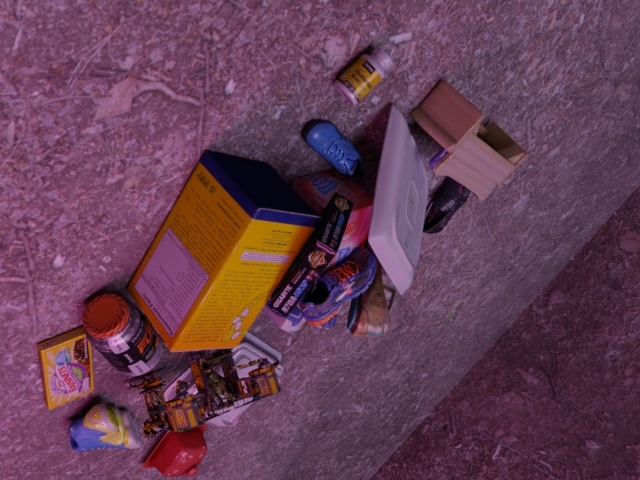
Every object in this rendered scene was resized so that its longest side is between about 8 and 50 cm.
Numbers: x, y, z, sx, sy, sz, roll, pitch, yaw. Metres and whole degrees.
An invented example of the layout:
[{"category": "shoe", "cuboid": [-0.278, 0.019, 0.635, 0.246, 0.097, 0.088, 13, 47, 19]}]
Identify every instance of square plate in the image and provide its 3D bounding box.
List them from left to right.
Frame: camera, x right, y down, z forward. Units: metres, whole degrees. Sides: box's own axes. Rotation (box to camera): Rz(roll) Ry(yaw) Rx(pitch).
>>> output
[{"category": "square plate", "cuboid": [0.197, -0.086, 1.811, 0.347, 0.049, 0.344, 53, 43, -60]}]

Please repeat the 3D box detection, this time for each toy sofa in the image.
[{"category": "toy sofa", "cuboid": [0.361, -0.240, 1.919, 0.177, 0.150, 0.362, -48, 149, 16]}]

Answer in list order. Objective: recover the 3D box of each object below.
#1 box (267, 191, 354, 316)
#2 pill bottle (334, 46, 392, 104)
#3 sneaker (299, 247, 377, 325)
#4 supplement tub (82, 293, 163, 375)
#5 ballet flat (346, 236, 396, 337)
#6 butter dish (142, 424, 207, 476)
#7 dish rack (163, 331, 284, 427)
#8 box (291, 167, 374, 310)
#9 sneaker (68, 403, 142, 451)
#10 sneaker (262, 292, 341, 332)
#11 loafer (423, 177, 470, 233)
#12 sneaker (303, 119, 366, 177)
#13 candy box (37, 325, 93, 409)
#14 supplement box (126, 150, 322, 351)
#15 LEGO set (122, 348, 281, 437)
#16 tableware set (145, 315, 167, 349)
[{"category": "box", "cuboid": [-0.019, 0.030, 1.577, 0.220, 0.051, 0.175, -53, -170, 39]}, {"category": "pill bottle", "cuboid": [0.089, -0.338, 1.565, 0.116, 0.065, 0.065, -44, 149, 0]}, {"category": "sneaker", "cuboid": [0.040, 0.098, 1.730, 0.221, 0.083, 0.087, -46, 142, -5]}, {"category": "supplement tub", "cuboid": [-0.408, 0.193, 1.579, 0.117, 0.117, 0.190, -37, 149, -12]}, {"category": "ballet flat", "cuboid": [0.131, 0.089, 1.885, 0.123, 0.348, 0.123, 3, 141, 3]}, {"category": "butter dish", "cuboid": [-0.376, 0.594, 2.100, 0.160, 0.118, 0.160, 13, 117, -54]}, {"category": "dish rack", "cuboid": [-0.241, 0.389, 2.058, 0.285, 0.072, 0.333, -43, 148, -1]}, {"category": "box", "cuboid": [0.000, 0.000, 1.788, 0.142, 0.154, 0.300, -19, 140, -37]}, {"category": "sneaker", "cuboid": [-0.518, 0.454, 1.821, 0.126, 0.091, 0.240, -22, 147, -1]}, {"category": "sneaker", "cuboid": [-0.018, 0.127, 1.965, 0.182, 0.127, 0.315, -57, 154, 15]}, {"category": "loafer", "cuboid": [0.350, -0.105, 2.138, 0.078, 0.076, 0.223, -19, 146, -47]}, {"category": "sneaker", "cuboid": [0.040, -0.194, 1.669, 0.069, 0.082, 0.209, -46, 148, 8]}, {"category": "candy box", "cuboid": [-0.533, 0.269, 1.613, 0.105, 0.027, 0.206, -20, 142, -30]}, {"category": "supplement box", "cuboid": [-0.198, 0.028, 1.548, 0.195, 0.194, 0.356, 7, 123, -52]}, {"category": "LEGO set", "cuboid": [-0.273, 0.305, 1.770, 0.331, 0.192, 0.255, -16, 176, -31]}, {"category": "tableware set", "cuboid": [-0.373, 0.217, 1.739, 0.104, 0.024, 0.154, -9, 135, -44]}]
